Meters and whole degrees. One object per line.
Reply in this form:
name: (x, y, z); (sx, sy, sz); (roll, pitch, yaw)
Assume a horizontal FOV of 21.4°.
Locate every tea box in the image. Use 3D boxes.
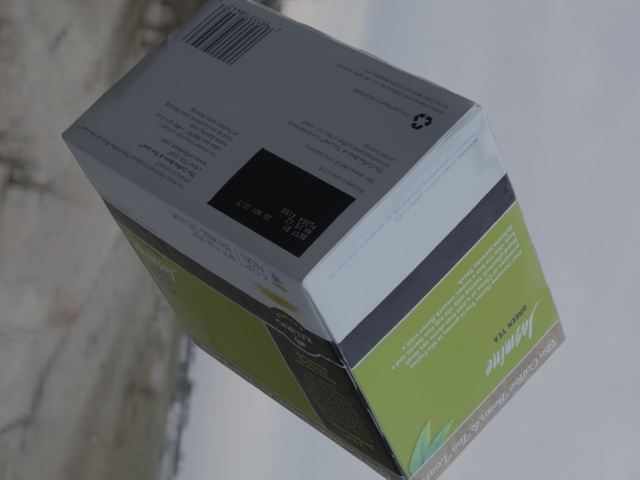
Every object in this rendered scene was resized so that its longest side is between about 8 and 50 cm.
tea box: (0.000, 0.000, 1.510); (0.220, 0.329, 0.323); (-44, 139, -18)
